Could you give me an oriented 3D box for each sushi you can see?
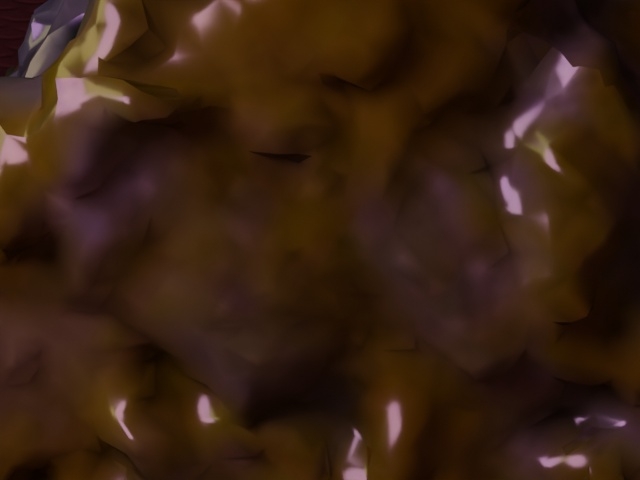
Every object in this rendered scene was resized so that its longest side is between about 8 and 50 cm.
[{"bbox_3d":[0.000,0.000,0.513,0.351,0.240,0.396,-54,9,19],"label":"sushi"}]
